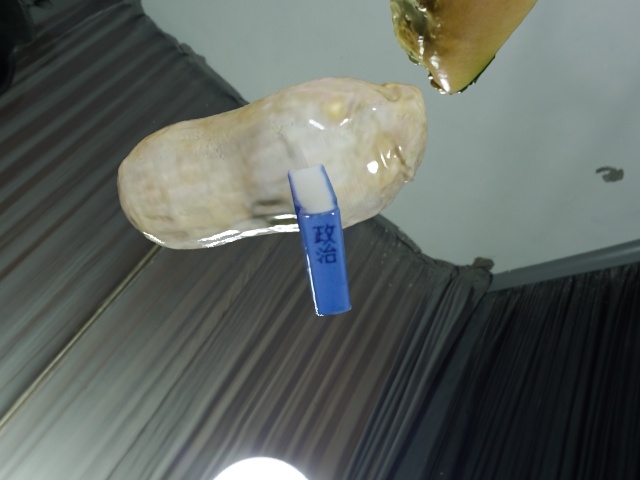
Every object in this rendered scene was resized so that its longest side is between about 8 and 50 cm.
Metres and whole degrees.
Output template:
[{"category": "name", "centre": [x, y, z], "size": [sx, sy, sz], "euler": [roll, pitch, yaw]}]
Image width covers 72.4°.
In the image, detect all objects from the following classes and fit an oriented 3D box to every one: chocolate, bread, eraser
[{"category": "chocolate", "centre": [-0.053, -0.062, 0.404], "size": [0.309, 0.134, 0.134], "euler": [-11, 133, 24]}, {"category": "bread", "centre": [0.162, -0.325, 0.538], "size": [0.133, 0.174, 0.252], "euler": [1, 140, -31]}, {"category": "eraser", "centre": [0.000, 0.000, 0.296], "size": [0.027, 0.063, 0.085], "euler": [-12, 128, -5]}]
